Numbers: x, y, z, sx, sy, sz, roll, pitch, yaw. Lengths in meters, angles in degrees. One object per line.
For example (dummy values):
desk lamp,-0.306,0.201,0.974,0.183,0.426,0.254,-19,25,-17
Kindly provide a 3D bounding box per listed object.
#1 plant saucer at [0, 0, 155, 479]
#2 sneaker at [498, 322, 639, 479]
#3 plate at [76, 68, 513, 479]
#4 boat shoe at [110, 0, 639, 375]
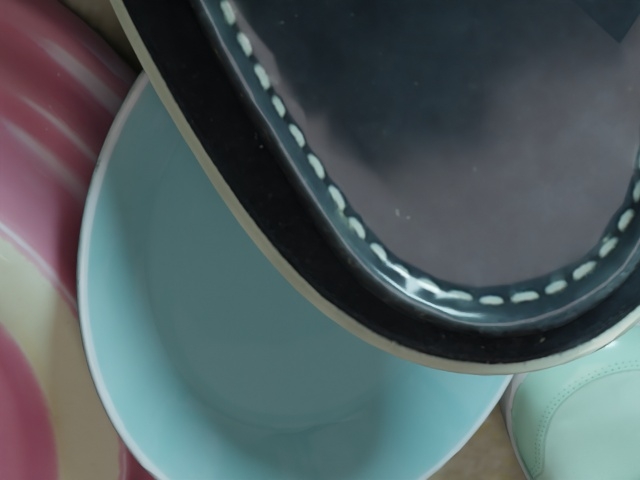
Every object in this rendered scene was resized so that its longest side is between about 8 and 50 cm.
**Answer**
plant saucer,-0.190,0.054,0.628,0.332,0.084,0.332,-5,123,-8
sneaker,0.154,0.136,0.703,0.094,0.151,0.256,-30,121,10
plate,0.000,0.000,0.627,0.188,0.024,0.188,-10,107,-36
boat shoe,0.008,-0.175,0.443,0.187,0.156,0.500,-9,116,2
